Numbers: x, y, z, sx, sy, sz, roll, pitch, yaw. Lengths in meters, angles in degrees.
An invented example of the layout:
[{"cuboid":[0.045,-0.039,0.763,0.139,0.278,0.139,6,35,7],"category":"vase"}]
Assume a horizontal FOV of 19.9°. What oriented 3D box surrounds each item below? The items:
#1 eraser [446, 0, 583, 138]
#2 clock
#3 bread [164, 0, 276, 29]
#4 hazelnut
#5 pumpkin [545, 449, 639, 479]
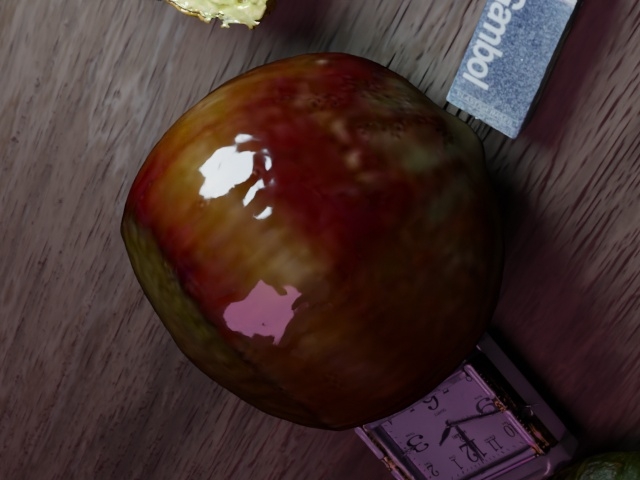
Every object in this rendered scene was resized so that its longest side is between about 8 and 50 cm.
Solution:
[{"cuboid":[0.210,-0.214,1.918,0.092,0.046,0.212,31,132,11],"category":"eraser"},{"cuboid":[0.175,0.225,2.216,0.186,0.083,0.253,50,133,-7],"category":"clock"},{"cuboid":[-0.142,-0.352,1.990,0.260,0.147,0.160,28,123,5],"category":"bread"},{"cuboid":[0.000,0.000,2.007,0.421,0.353,0.421,3,96,24],"category":"hazelnut"},{"cuboid":[0.353,0.369,2.119,0.260,0.189,0.260,9,124,14],"category":"pumpkin"}]
